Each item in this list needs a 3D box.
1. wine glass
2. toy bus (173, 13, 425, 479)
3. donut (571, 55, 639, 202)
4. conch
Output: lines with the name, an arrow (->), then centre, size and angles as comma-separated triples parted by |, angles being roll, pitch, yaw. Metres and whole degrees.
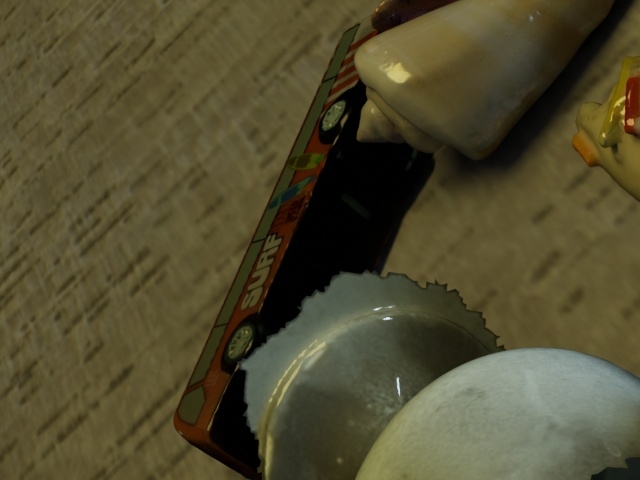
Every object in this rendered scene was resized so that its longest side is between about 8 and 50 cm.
wine glass -> 0.106, 0.160, 1.150 | 0.238, 0.238, 0.323 | -57, 27, -6
toy bus -> 0.000, 0.000, 1.572 | 0.092, 0.093, 0.409 | -14, 47, 56
donut -> 0.293, -0.158, 1.167 | 0.307, 0.150, 0.371 | 27, 112, 50
conch -> 0.138, -0.145, 1.541 | 0.255, 0.127, 0.158 | -24, 33, -3
